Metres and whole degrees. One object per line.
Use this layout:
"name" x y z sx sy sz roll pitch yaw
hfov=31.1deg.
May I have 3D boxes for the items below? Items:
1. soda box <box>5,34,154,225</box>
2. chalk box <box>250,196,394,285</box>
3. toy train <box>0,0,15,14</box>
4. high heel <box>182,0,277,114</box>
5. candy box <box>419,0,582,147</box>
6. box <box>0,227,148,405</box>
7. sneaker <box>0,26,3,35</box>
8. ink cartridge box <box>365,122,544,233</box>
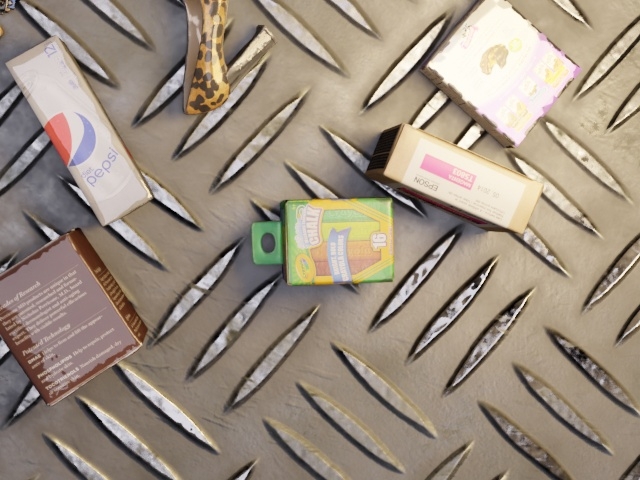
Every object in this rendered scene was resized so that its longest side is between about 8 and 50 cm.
"soda box" -0.364 -0.166 1.759 0.091 0.098 0.286 -30 96 -3
"chalk box" 0.000 0.000 1.785 0.213 0.132 0.132 -3 93 -6
"toy train" -0.472 -0.424 1.771 0.036 0.027 0.158 10 91 -17
"high heel" -0.215 -0.329 1.763 0.261 0.093 0.186 44 82 -15
"candy box" 0.285 -0.272 1.830 0.196 0.070 0.165 41 89 -7
"box" -0.386 0.110 1.734 0.167 0.168 0.203 -33 95 -2
"sneaker" -0.525 -0.344 1.766 0.037 0.032 0.083 -36 95 -3
"ink cartridge box" 0.199 -0.093 1.770 0.234 0.193 0.088 24 90 -6
